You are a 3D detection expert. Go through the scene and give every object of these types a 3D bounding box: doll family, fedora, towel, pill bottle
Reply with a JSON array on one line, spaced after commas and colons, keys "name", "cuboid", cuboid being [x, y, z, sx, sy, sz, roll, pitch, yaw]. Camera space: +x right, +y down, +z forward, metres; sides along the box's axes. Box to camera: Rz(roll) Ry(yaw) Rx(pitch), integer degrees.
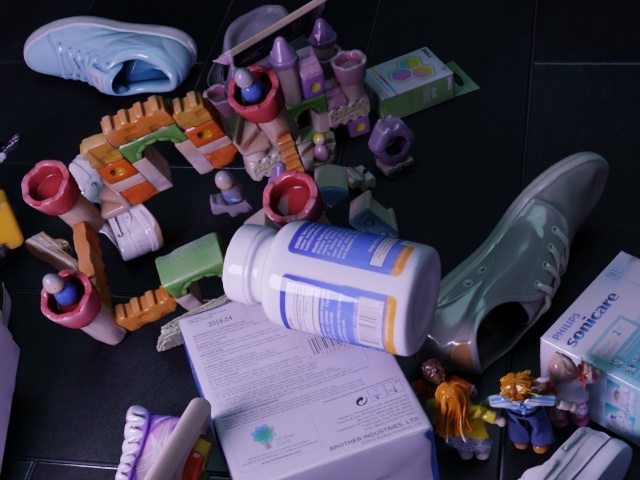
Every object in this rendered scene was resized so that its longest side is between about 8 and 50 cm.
[{"name": "doll family", "cuboid": [0.241, 0.224, 1.488, 0.263, 0.163, 0.118, -6, 48, 17]}, {"name": "fedora", "cuboid": [-0.110, -0.379, 2.235, 0.244, 0.124, 0.275, 10, 46, 19]}, {"name": "towel", "cuboid": [-0.185, 0.125, 1.739, 0.148, 0.110, 0.027, -27, 79, -18]}, {"name": "pill bottle", "cuboid": [0.013, 0.056, 1.521, 0.272, 0.152, 0.152, 12, 47, 21]}]

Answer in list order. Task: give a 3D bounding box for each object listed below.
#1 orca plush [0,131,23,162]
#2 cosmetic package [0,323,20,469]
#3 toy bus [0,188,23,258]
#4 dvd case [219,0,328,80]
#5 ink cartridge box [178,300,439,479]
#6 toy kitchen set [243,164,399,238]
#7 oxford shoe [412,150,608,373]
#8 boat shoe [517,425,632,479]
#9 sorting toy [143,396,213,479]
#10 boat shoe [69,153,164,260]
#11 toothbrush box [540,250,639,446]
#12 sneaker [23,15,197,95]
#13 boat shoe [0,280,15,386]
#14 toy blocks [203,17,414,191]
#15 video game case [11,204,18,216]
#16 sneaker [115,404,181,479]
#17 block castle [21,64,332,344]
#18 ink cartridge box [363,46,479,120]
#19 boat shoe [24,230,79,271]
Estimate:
[{"name": "orca plush", "cuboid": [-0.602, -0.105, 1.854, 0.151, 0.102, 0.287, 20, 50, 31]}, {"name": "cosmetic package", "cuboid": [-0.595, 0.304, 1.566, 0.284, 0.097, 0.377, -6, 56, 7]}, {"name": "toy bus", "cuboid": [-0.687, -0.002, 1.917, 0.333, 0.108, 0.130, -21, 43, -12]}, {"name": "dvd case", "cuboid": [-0.087, -0.368, 2.050, 0.221, 0.164, 0.018, -32, 89, -5]}, {"name": "ink cartridge box", "cuboid": [-0.032, 0.203, 1.586, 0.270, 0.151, 0.395, -17, 45, -10]}, {"name": "toy kitchen set", "cuboid": [0.000, 0.000, 1.863, 0.207, 0.166, 0.122, -35, 34, 28]}, {"name": "oxford shoe", "cuboid": [0.312, 0.040, 1.691, 0.130, 0.169, 0.449, 28, 61, 37]}, {"name": "boat shoe", "cuboid": [0.291, 0.329, 1.439, 0.088, 0.096, 0.267, 27, 53, 38]}, {"name": "sorting toy", "cuboid": [-0.182, 0.330, 1.437, 0.038, 0.208, 0.193, 19, 49, 14]}, {"name": "boat shoe", "cuboid": [-0.382, -0.061, 1.966, 0.096, 0.098, 0.277, -31, 48, -22]}, {"name": "toothbrush box", "cuboid": [0.483, 0.172, 1.547, 0.295, 0.126, 0.216, 28, 55, 35]}, {"name": "sneaker", "cuboid": [-0.441, -0.362, 2.271, 0.366, 0.135, 0.150, 0, 41, 11]}, {"name": "boat shoe", "cuboid": [-0.540, 0.151, 1.765, 0.113, 0.105, 0.306, -8, 43, 2]}, {"name": "toy blocks", "cuboid": [-0.029, -0.253, 1.989, 0.289, 0.260, 0.309, -24, 45, -16]}, {"name": "video game case", "cuboid": [-0.716, -0.028, 2.045, 0.274, 0.026, 0.196, 17, 49, 24]}, {"name": "sneaker", "cuboid": [-0.222, 0.325, 1.539, 0.105, 0.095, 0.236, 1, 42, 0]}, {"name": "block castle", "cuboid": [-0.227, -0.062, 1.738, 0.453, 0.213, 0.303, -23, 59, 9]}, {"name": "ink cartridge box", "cuboid": [0.188, -0.307, 2.151, 0.209, 0.062, 0.109, -22, 44, -13]}, {"name": "boat shoe", "cuboid": [-0.452, 0.018, 1.931, 0.135, 0.050, 0.045, 26, 59, 32]}]
